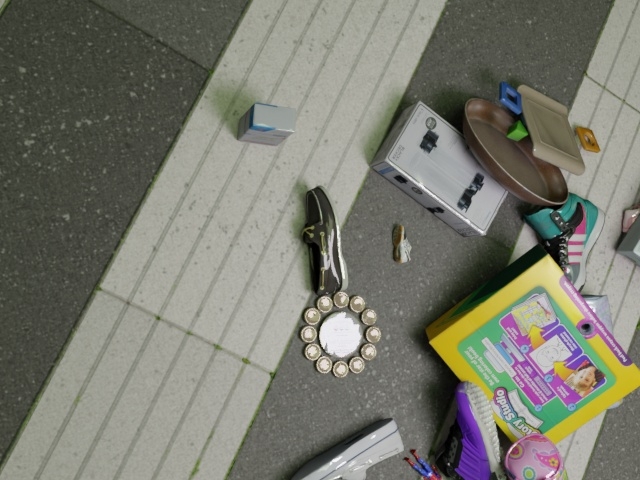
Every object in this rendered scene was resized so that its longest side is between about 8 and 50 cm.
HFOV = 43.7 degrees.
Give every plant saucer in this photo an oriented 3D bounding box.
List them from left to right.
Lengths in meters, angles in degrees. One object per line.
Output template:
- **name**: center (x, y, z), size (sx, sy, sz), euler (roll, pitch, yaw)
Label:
- **plant saucer**: center (0.424, -0.189, 1.777), size (0.310, 0.050, 0.311), euler (29, 35, -23)

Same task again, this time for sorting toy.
- **sorting toy**: center (0.530, -0.251, 1.869), size (0.347, 0.047, 0.196), euler (17, 54, -32)

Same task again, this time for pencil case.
- **pencil case**: center (0.473, 0.523, 1.701), size (0.124, 0.124, 0.284), euler (-48, 139, -17)
- **pencil case**: center (0.623, 0.257, 1.853), size (0.124, 0.113, 0.273), euler (-9, 89, -16)

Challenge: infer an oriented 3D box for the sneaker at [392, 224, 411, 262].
- **sneaker**: center (0.182, 0.008, 1.762), size (0.036, 0.032, 0.083), euler (1, 90, -34)

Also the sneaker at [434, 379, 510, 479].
- **sneaker**: center (0.307, 0.440, 1.701), size (0.146, 0.102, 0.294), euler (-14, 109, 18)

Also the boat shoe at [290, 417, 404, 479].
- **boat shoe**: center (0.063, 0.460, 1.640), size (0.258, 0.095, 0.084), euler (-25, 90, -19)

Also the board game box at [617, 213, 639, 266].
- **board game box**: center (0.905, 0.019, 1.912), size (0.303, 0.097, 0.224), euler (34, 86, -3)

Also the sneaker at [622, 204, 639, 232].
- **sneaker**: center (0.812, -0.054, 1.982), size (0.134, 0.051, 0.070), euler (-1, 91, -16)

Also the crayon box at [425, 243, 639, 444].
- **crayon box**: center (0.462, 0.246, 1.733), size (0.313, 0.106, 0.363), euler (-38, 99, 11)

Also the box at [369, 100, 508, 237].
- **box**: center (0.273, -0.152, 1.775), size (0.290, 0.087, 0.169), euler (34, 74, -14)

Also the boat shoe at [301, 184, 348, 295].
- **boat shoe**: center (0.000, 0.000, 1.664), size (0.068, 0.081, 0.228), euler (-13, 92, -25)

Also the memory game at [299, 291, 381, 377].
- **memory game**: center (0.044, 0.200, 1.700), size (0.186, 0.012, 0.186), euler (2, 85, -21)

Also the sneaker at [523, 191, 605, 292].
- **sneaker**: center (0.537, 0.005, 1.836), size (0.178, 0.123, 0.296), euler (34, 67, -19)

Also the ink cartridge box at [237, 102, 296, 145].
- **ink cartridge box**: center (-0.110, -0.234, 1.624), size (0.088, 0.122, 0.052), euler (6, 79, -20)

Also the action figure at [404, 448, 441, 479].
- **action figure**: center (0.233, 0.504, 1.734), size (0.115, 0.030, 0.038), euler (46, 67, -13)
